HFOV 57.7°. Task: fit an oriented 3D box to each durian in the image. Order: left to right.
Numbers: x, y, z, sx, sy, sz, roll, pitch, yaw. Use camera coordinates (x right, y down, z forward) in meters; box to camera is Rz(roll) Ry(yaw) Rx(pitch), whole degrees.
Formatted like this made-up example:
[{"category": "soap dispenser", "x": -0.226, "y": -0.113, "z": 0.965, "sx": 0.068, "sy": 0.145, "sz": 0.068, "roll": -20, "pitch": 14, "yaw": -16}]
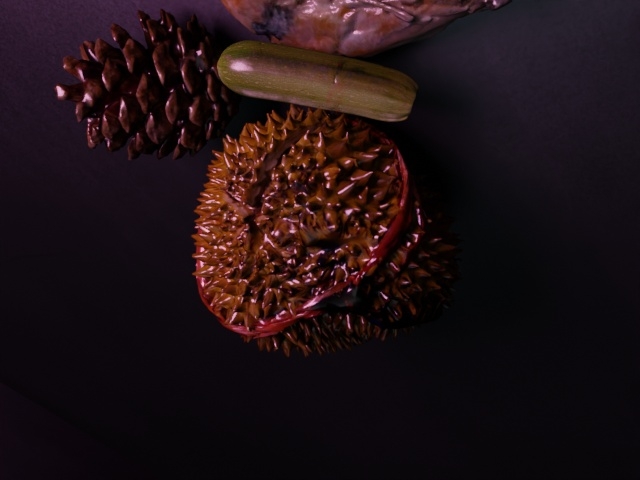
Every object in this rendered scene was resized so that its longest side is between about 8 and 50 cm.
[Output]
[{"category": "durian", "x": 0.005, "y": -0.002, "z": 0.773, "sx": 0.347, "sy": 0.347, "sz": 0.384, "roll": -13, "pitch": 129, "yaw": 31}]

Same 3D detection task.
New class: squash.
[{"category": "squash", "x": -0.005, "y": -0.181, "z": 0.660, "sx": 0.229, "sy": 0.066, "sz": 0.066, "roll": 13, "pitch": 139, "yaw": 4}]

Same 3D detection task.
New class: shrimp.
[{"category": "shrimp", "x": 0.052, "y": -0.286, "z": 0.581, "sx": 0.360, "sy": 0.085, "sz": 0.247, "roll": 1, "pitch": 152, "yaw": 16}]

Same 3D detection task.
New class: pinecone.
[{"category": "pinecone", "x": -0.206, "y": -0.184, "z": 0.726, "sx": 0.204, "sy": 0.179, "sz": 0.184, "roll": -24, "pitch": 126, "yaw": -1}]
